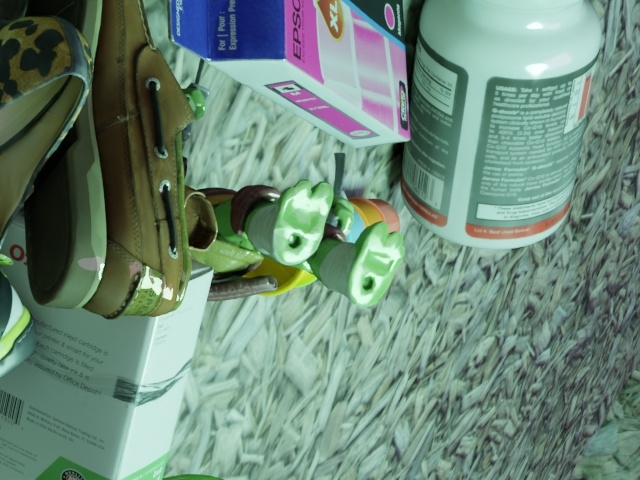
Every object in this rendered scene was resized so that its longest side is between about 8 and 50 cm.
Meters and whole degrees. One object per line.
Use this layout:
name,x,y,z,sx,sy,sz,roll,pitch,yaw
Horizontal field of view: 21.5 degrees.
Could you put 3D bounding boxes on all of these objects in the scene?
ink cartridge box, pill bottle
ink cartridge box,-0.193,0.099,1.366,0.092,0.160,0.219,-21,130,-62
pill bottle,0.212,-0.188,1.955,0.210,0.210,0.362,-44,149,-45
ink cartridge box,-0.018,-0.200,1.388,0.371,0.069,0.175,21,65,-63

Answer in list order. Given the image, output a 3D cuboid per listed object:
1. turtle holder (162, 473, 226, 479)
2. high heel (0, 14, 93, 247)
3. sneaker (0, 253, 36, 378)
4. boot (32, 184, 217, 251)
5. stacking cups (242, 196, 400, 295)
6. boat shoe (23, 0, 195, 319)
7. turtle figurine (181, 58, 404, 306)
turtle holder,-0.141,0.395,1.657,0.227,0.243,0.320,87,10,-75
high heel,-0.228,-0.026,1.126,0.093,0.186,0.261,14,91,-33
sneaker,-0.308,0.086,1.239,0.235,0.084,0.097,-45,125,-46
boot,-0.168,-0.051,1.289,0.073,0.152,0.197,-66,158,-3
stacking cups,0.000,0.000,1.830,0.316,0.096,0.096,-10,120,-69
boat shoe,-0.150,-0.088,1.208,0.104,0.111,0.307,11,66,-31
turtle figurine,-0.042,-0.058,1.441,0.275,0.266,0.197,-35,122,-24
